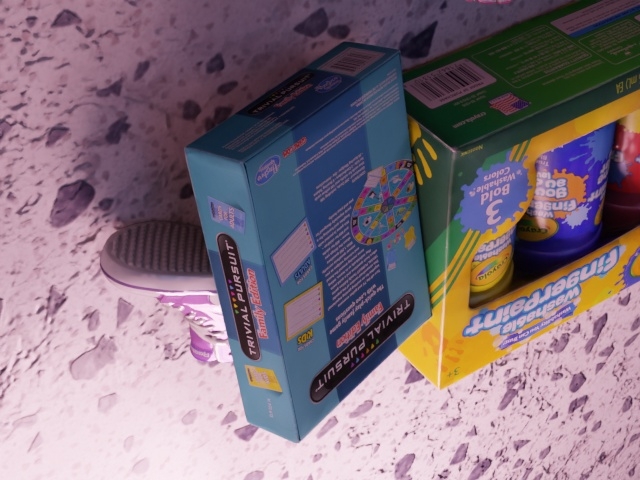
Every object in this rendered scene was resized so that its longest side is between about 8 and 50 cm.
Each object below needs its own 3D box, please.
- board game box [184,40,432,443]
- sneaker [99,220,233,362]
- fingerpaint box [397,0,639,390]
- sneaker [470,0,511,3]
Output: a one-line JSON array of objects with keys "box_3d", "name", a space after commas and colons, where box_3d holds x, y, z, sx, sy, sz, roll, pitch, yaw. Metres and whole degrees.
[{"box_3d": [0.000, 0.000, 1.313, 0.254, 0.079, 0.336, -39, 132, -39], "name": "board game box"}, {"box_3d": [-0.129, 0.070, 1.353, 0.282, 0.102, 0.161, 4, 123, -44], "name": "sneaker"}, {"box_3d": [0.280, -0.075, 1.540, 0.444, 0.163, 0.371, -24, 136, -25], "name": "fingerpaint box"}, {"box_3d": [0.203, -0.331, 1.314, 0.252, 0.103, 0.111, -31, 135, -27], "name": "sneaker"}]
